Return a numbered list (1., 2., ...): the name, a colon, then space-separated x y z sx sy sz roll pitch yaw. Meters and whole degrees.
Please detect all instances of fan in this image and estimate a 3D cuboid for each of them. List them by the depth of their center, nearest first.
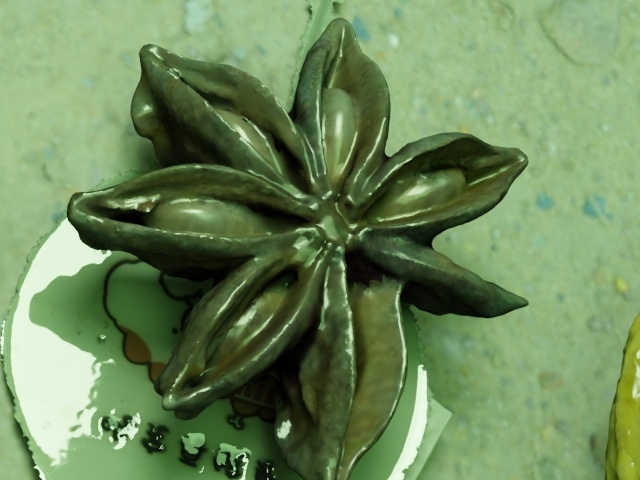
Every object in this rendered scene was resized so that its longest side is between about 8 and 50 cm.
1. fan: -0.027 -0.007 0.812 0.191 0.009 0.329 18 63 -8

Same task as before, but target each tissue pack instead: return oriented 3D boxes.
1. tissue pack: 0.012 0.104 0.792 0.056 0.023 0.108 38 61 -6

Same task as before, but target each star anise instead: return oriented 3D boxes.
1. star anise: -0.014 -0.009 0.770 0.197 0.073 0.212 46 59 3

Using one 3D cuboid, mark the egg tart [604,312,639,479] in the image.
1. egg tart: 0.247 0.124 0.847 0.294 0.123 0.294 10 65 -23
